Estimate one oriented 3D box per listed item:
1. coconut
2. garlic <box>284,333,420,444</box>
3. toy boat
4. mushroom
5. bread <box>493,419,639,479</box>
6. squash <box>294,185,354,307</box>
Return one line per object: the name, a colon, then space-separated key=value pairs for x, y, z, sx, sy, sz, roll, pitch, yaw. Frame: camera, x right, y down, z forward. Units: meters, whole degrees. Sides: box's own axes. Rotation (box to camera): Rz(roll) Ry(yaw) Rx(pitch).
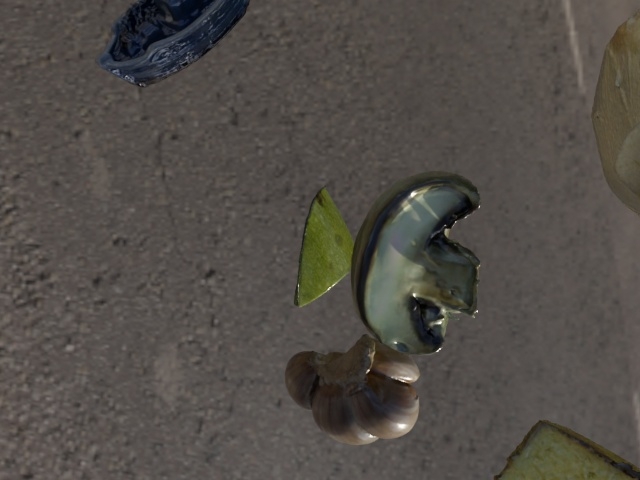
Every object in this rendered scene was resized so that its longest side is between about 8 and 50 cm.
coconut: x=0.560 y=-0.201 z=1.548 sx=0.346 sy=0.346 sz=0.360 roll=22 pitch=56 yaw=-55
garlic: x=0.052 y=0.250 z=1.726 sx=0.191 sy=0.214 sz=0.160 roll=37 pitch=42 yaw=-45
toy boat: x=-0.204 y=-0.343 z=1.537 sx=0.309 sy=0.129 sz=0.142 roll=-47 pitch=141 yaw=-18
mushroom: x=0.134 y=0.023 z=1.625 sx=0.164 sy=0.189 sz=0.267 roll=-121 pitch=-149 yaw=-73
bread: x=0.350 y=0.340 z=1.398 sx=0.160 sy=0.260 sz=0.147 roll=-64 pitch=172 yaw=7
squash: x=0.023 y=0.007 z=1.824 sx=0.192 sy=0.085 sz=0.184 roll=-59 pitch=156 yaw=-62
